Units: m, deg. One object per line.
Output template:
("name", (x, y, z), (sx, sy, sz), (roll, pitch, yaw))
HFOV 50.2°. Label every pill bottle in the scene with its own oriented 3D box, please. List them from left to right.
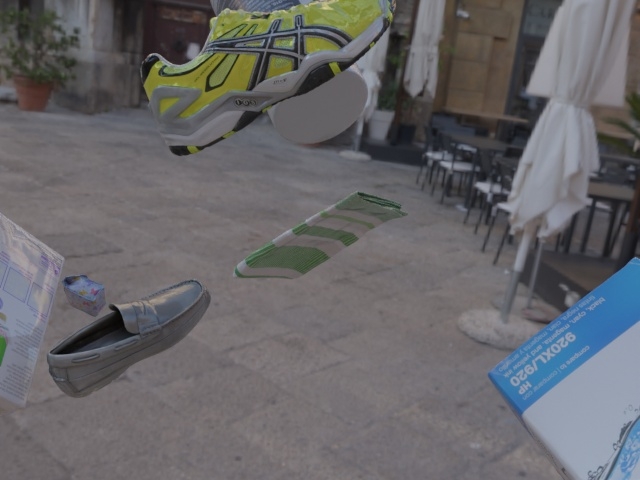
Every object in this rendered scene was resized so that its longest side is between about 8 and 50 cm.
("pill bottle", (-0.060, -0.362, 1.226), (0.204, 0.204, 0.361), (-1, 53, -33))

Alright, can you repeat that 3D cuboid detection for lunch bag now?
("lunch bag", (-0.485, 0.107, 1.396), (0.083, 0.071, 0.053), (22, 53, 4))

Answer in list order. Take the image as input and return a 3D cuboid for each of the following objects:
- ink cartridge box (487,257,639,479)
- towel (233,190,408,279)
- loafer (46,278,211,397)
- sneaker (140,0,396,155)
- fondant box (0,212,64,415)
("ink cartridge box", (0.288, 0.172, 0.546), (0.171, 0.168, 0.233), (51, 3, -40))
("towel", (0.000, 0.000, 1.410), (0.324, 0.038, 0.247), (-29, -17, 24))
("loafer", (-0.340, 0.158, 1.241), (0.319, 0.112, 0.112), (-36, 46, -30))
("sneaker", (-0.069, -0.267, 0.941), (0.384, 0.147, 0.145), (-32, 18, -6))
("fondant box", (-0.609, 0.115, 1.221), (0.096, 0.238, 0.331), (-20, 48, 21))
